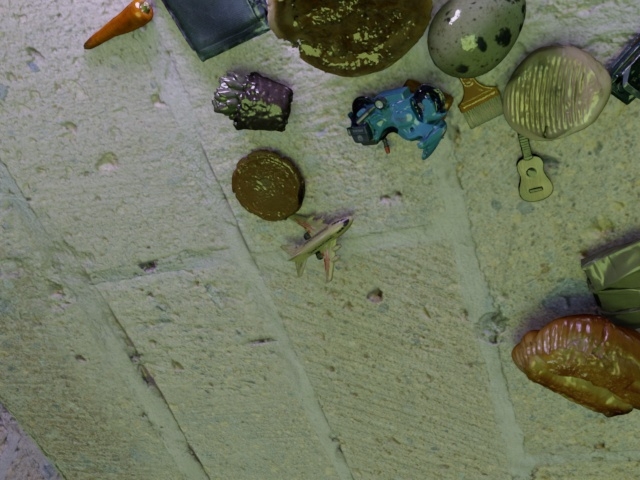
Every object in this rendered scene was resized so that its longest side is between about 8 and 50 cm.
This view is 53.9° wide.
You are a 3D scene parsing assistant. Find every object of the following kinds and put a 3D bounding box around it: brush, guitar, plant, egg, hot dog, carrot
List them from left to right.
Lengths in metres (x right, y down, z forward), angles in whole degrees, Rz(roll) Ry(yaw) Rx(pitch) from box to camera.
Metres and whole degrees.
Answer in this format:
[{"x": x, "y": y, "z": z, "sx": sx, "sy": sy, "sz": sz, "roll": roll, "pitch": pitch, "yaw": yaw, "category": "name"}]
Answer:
[{"x": -0.510, "y": -0.539, "z": 1.591, "sx": 0.257, "sy": 0.061, "sz": 0.061, "roll": -18, "pitch": 118, "yaw": 33, "category": "carrot"}, {"x": -0.171, "y": -0.350, "z": 1.589, "sx": 0.195, "sy": 0.132, "sz": 0.129, "roll": 15, "pitch": 122, "yaw": -3, "category": "plant"}, {"x": 0.345, "y": -0.398, "z": 1.505, "sx": 0.103, "sy": 0.013, "sz": 0.272, "roll": -24, "pitch": 114, "yaw": 26, "category": "brush"}, {"x": 0.342, "y": -0.457, "z": 1.367, "sx": 0.228, "sy": 0.177, "sz": 0.177, "roll": -35, "pitch": 110, "yaw": 16, "category": "egg"}, {"x": 0.512, "y": -0.224, "z": 1.567, "sx": 0.084, "sy": 0.038, "sz": 0.271, "roll": -15, "pitch": 113, "yaw": 16, "category": "guitar"}, {"x": 0.746, "y": 0.341, "z": 1.777, "sx": 0.366, "sy": 0.196, "sz": 0.367, "roll": 19, "pitch": 146, "yaw": -11, "category": "hot dog"}]

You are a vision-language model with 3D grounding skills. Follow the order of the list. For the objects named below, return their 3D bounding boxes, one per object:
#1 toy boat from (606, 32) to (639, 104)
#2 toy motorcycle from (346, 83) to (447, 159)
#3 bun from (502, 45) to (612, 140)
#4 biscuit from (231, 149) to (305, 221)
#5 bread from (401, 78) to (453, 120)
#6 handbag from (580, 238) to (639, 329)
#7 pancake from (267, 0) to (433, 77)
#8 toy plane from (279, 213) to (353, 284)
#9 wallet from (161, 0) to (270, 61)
[{"x": 0.719, "y": -0.404, "z": 1.360, "sx": 0.093, "sy": 0.103, "sz": 0.246, "roll": 26, "pitch": 122, "yaw": -20, "category": "toy boat"}, {"x": 0.193, "y": -0.279, "z": 1.518, "sx": 0.272, "sy": 0.123, "sz": 0.182, "roll": 1, "pitch": 125, "yaw": 41, "category": "toy motorcycle"}, {"x": 0.534, "y": -0.336, "z": 1.423, "sx": 0.237, "sy": 0.116, "sz": 0.209, "roll": -6, "pitch": 102, "yaw": 34, "category": "bun"}, {"x": -0.146, "y": -0.153, "z": 1.768, "sx": 0.226, "sy": 0.042, "sz": 0.225, "roll": 7, "pitch": 126, "yaw": 10, "category": "biscuit"}, {"x": 0.256, "y": -0.343, "z": 1.539, "sx": 0.132, "sy": 0.053, "sz": 0.074, "roll": 21, "pitch": 125, "yaw": 2, "category": "bread"}, {"x": 0.855, "y": 0.121, "z": 1.676, "sx": 0.253, "sy": 0.109, "sz": 0.315, "roll": -19, "pitch": 123, "yaw": 29, "category": "handbag"}, {"x": 0.062, "y": -0.509, "z": 1.389, "sx": 0.382, "sy": 0.071, "sz": 0.382, "roll": 4, "pitch": 147, "yaw": 3, "category": "pancake"}, {"x": 0.000, "y": 0.000, "z": 1.798, "sx": 0.244, "sy": 0.092, "sz": 0.229, "roll": -34, "pitch": 82, "yaw": 20, "category": "toy plane"}, {"x": -0.281, "y": -0.614, "z": 1.473, "sx": 0.237, "sy": 0.075, "sz": 0.342, "roll": -16, "pitch": 121, "yaw": 29, "category": "wallet"}]
